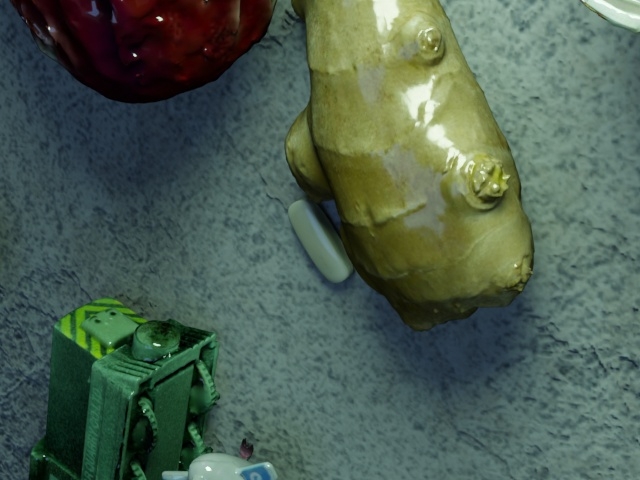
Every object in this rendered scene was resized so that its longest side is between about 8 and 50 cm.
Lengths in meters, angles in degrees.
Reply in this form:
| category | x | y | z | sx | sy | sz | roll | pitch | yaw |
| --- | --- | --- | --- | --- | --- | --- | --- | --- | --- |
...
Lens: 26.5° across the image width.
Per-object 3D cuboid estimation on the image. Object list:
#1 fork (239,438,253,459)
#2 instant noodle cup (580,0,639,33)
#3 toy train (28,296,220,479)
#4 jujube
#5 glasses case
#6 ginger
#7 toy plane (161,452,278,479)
| category | x | y | z | sx | sy | sz | roll | pitch | yaw |
| --- | --- | --- | --- | --- | --- | --- | --- | --- | --- |
| fork | -0.088 | 0.239 | 1.421 | 0.016 | 0.012 | 0.115 | 41 | 136 | 18 |
| instant noodle cup | 0.237 | -0.223 | 0.811 | 0.213 | 0.174 | 0.213 | 18 | 123 | 30 |
| toy train | -0.213 | 0.205 | 1.417 | 0.178 | 0.138 | 0.330 | 30 | 128 | 27 |
| jujube | -0.160 | -0.296 | 1.037 | 0.258 | 0.258 | 0.377 | -3 | 123 | 39 |
| glasses case | 0.000 | 0.000 | 1.216 | 0.032 | 0.021 | 0.083 | -29 | 94 | 44 |
| ginger | 0.060 | -0.116 | 1.075 | 0.236 | 0.166 | 0.375 | 145 | 118 | -77 |
| toy plane | -0.063 | 0.318 | 1.345 | 0.267 | 0.122 | 0.267 | 12 | 129 | 16 |
